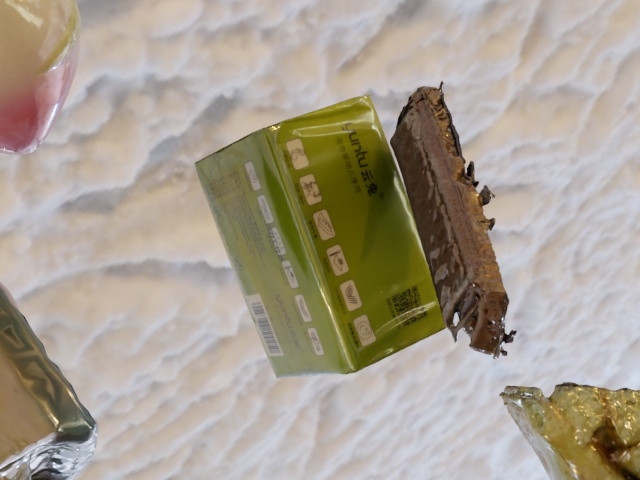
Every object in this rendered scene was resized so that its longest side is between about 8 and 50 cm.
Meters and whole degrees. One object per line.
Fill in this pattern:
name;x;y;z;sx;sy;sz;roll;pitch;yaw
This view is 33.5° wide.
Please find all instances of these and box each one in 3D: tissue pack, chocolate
tissue pack;0.000;0.000;1.206;0.167;0.274;0.200;-21;-177;-31
chocolate;0.120;-0.029;1.020;0.065;0.329;0.102;0;131;-11

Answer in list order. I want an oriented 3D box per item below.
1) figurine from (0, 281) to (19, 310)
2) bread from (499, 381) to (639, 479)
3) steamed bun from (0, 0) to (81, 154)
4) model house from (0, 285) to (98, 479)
figurine;-0.388;0.107;1.108;0.173;0.173;0.173;-31;151;-19
bread;0.211;0.163;0.792;0.103;0.156;0.110;50;44;-80
steamed bun;-0.468;-0.254;1.487;0.309;0.309;0.309;-31;151;-19
model house;-0.351;0.137;0.674;0.382;0.334;0.342;-38;175;15
